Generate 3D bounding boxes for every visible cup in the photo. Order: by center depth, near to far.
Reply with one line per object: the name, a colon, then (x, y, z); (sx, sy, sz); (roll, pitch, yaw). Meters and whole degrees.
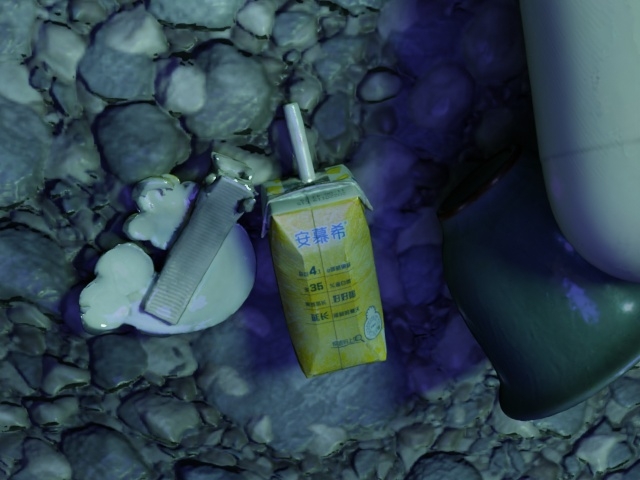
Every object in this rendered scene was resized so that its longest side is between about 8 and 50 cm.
cup: (0.162, 0.010, 0.861); (0.199, 0.199, 0.150); (-41, 97, 13)

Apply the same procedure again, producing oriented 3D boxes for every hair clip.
hair clip: (-0.102, 0.014, 0.886); (0.116, 0.049, 0.172); (25, 115, -14)

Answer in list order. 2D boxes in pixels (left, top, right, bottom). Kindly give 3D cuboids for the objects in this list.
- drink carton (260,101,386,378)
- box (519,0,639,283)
drink carton: (0.000, 0.000, 0.878); (0.084, 0.074, 0.200); (-12, 119, -2)
box: (0.269, -0.154, 0.735); (0.288, 0.141, 0.349); (-7, 89, 1)
